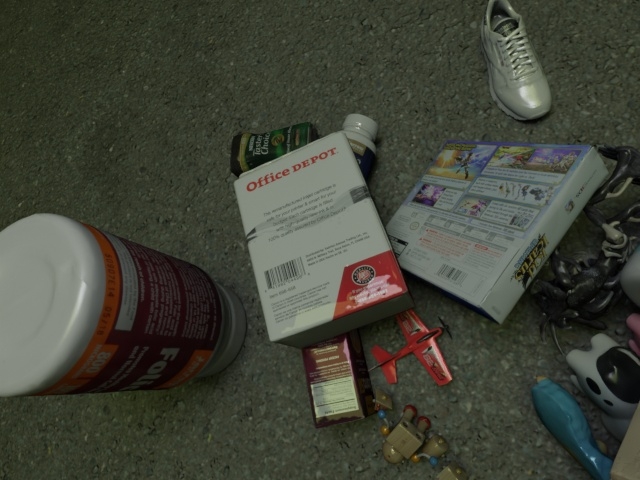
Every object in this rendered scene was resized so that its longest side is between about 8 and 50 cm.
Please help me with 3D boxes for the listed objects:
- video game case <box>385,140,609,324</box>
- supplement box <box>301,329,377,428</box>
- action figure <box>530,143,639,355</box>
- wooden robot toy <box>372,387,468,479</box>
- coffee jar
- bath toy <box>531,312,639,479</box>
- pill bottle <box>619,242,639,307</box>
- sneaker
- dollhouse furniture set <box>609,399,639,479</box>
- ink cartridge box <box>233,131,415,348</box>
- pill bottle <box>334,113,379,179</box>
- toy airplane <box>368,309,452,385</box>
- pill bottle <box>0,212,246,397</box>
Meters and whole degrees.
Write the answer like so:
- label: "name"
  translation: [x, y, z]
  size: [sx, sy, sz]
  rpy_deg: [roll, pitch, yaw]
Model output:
- label: "video game case"
  translation: [0.227, -0.035, 0.631]
  size: [0.244, 0.061, 0.269]
  rpy_deg: [-55, 28, -2]
- label: "supplement box"
  translation: [0.025, 0.196, 0.685]
  size: [0.081, 0.104, 0.188]
  rpy_deg: [-17, 69, 13]
- label: "action figure"
  translation: [0.367, 0.017, 0.585]
  size: [0.275, 0.164, 0.141]
  rpy_deg: [-57, 20, 4]
- label: "wooden robot toy"
  translation: [0.131, 0.311, 0.638]
  size: [0.173, 0.076, 0.079]
  rpy_deg: [39, 112, 19]
- label: "coffee jar"
  translation: [-0.097, -0.181, 0.862]
  size: [0.185, 0.079, 0.096]
  rpy_deg: [-5, 72, 19]
- label: "bath toy"
  translation: [0.455, 0.161, 0.527]
  size: [0.348, 0.151, 0.129]
  rpy_deg: [-37, 28, 2]
- label: "pill bottle"
  translation: [0.470, -0.024, 0.456]
  size: [0.146, 0.146, 0.264]
  rpy_deg: [36, 84, 26]
- label: "sneaker"
  translation: [0.341, -0.322, 0.743]
  size: [0.090, 0.095, 0.234]
  rpy_deg: [-20, 69, 11]
- label: "dollhouse furniture set"
  translation: [0.453, 0.275, 0.272]
  size: [0.362, 0.256, 0.394]
  rpy_deg: [-35, 25, -32]
- label: "ink cartridge box"
  translation: [0.000, 0.000, 0.640]
  size: [0.197, 0.114, 0.272]
  rpy_deg: [-22, 66, 10]
- label: "pill bottle"
  translation: [0.050, -0.147, 0.790]
  size: [0.094, 0.094, 0.169]
  rpy_deg: [17, 80, 24]
- label: "toy airplane"
  translation: [0.146, 0.180, 0.688]
  size: [0.151, 0.028, 0.151]
  rpy_deg: [-7, 70, 19]
- label: "pill bottle"
  translation: [-0.295, 0.123, 0.663]
  size: [0.224, 0.392, 0.223]
  rpy_deg: [-6, 72, 19]
